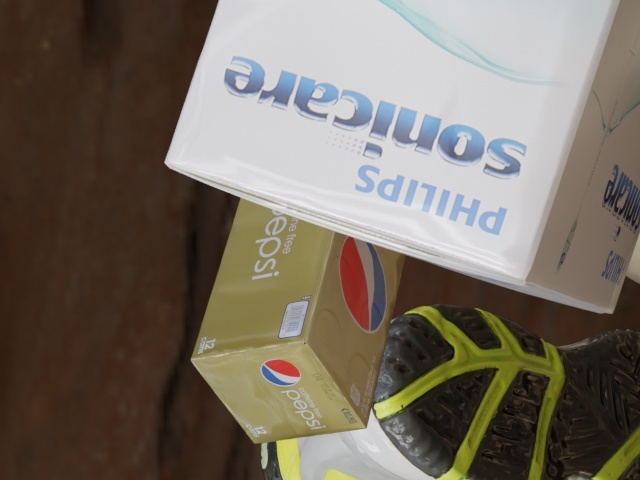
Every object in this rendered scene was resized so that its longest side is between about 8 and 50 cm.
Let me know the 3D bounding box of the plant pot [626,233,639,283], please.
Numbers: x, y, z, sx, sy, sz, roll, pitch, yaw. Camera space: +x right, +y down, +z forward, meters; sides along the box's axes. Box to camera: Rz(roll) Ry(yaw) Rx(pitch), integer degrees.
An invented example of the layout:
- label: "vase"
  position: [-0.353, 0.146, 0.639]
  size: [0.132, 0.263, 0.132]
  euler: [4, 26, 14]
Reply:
- label: "plant pot"
  position: [0.413, -0.067, 1.832]
  size: [0.274, 0.257, 0.256]
  euler: [-170, 75, -67]

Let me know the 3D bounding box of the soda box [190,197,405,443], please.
- label: "soda box"
  position: [0.000, 0.000, 0.888]
  size: [0.061, 0.058, 0.181]
  euler: [57, -145, -37]

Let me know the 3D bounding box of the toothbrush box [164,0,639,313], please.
- label: "toothbrush box"
  position: [0.078, -0.133, 0.687]
  size: [0.216, 0.126, 0.295]
  euler: [14, -86, -74]

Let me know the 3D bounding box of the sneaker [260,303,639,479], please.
- label: "sneaker"
  position: [0.125, 0.131, 1.232]
  size: [0.385, 0.147, 0.145]
  euler: [23, -125, -41]
